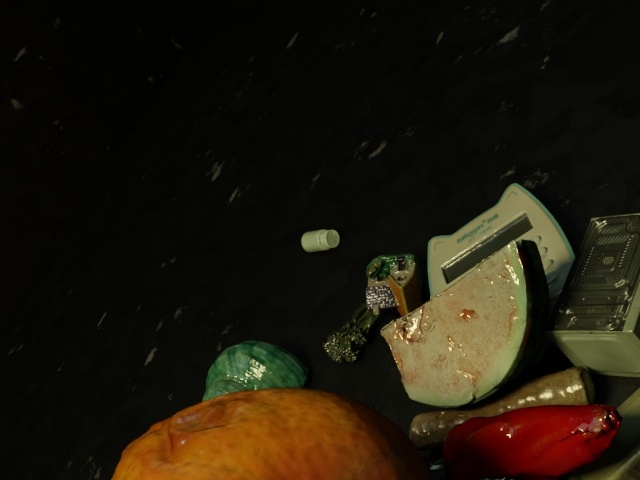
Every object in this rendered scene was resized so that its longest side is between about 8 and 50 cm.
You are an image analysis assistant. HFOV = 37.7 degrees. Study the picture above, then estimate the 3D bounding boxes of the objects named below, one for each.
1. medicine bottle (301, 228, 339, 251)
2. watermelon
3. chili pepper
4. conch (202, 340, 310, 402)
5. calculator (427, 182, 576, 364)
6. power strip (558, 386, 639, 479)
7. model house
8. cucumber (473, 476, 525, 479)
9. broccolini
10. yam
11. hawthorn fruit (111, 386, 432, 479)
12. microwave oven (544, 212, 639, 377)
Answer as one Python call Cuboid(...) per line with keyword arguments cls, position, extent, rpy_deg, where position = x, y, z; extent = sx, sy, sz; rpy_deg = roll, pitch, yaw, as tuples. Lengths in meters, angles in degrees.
Cuboid(cls="medicine bottle", position=(0.000, 0.000, 2.067), extent=(0.083, 0.047, 0.047), rpy_deg=(-8, 45, 48))
Cuboid(cls="watermelon", position=(0.237, 0.112, 1.367), extent=(0.305, 0.180, 0.224), rpy_deg=(-44, 22, 41))
Cuboid(cls="chili pepper", position=(0.254, 0.275, 1.243), extent=(0.387, 0.110, 0.110), rpy_deg=(-38, 21, 58))
Cuboid(cls="conch", position=(-0.144, 0.284, 1.791), extent=(0.196, 0.134, 0.202), rpy_deg=(-8, 44, 51))
Cuboid(cls="calculator", position=(0.306, 0.073, 1.557), extent=(0.256, 0.054, 0.386), rpy_deg=(-35, 31, 18))
Cuboid(cls="power strip", position=(0.453, 0.204, 1.180), extent=(0.387, 0.066, 0.092), rpy_deg=(-45, 26, 6))
Cuboid(cls="model house", position=(0.130, 0.088, 1.701), extent=(0.101, 0.087, 0.100), rpy_deg=(-7, 36, 14))
Cuboid(cls="cucumber", position=(0.219, 0.421, 1.142), extent=(0.134, 0.134, 0.244), rpy_deg=(-19, 44, 40))
Cuboid(cls="broccolini", position=(0.077, 0.141, 1.761), extent=(0.202, 0.068, 0.091), rpy_deg=(-56, 11, -22))
Cuboid(cls="yam", position=(0.259, 0.252, 1.370), extent=(0.300, 0.066, 0.066), rpy_deg=(-25, 34, 32))
Cuboid(cls="hawthorn fruit", position=(-0.076, 0.384, 1.151), extent=(0.472, 0.472, 0.471), rpy_deg=(-33, 30, 22))
Cuboid(cls="microwave oven", position=(0.429, 0.074, 1.315), extent=(0.162, 0.122, 0.208), rpy_deg=(-5, 48, 49))
